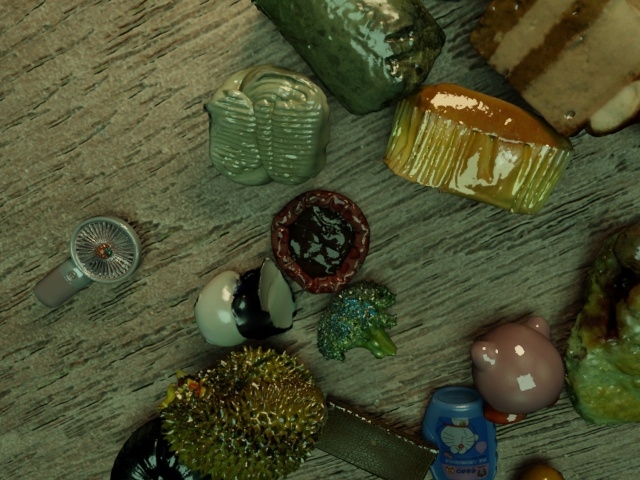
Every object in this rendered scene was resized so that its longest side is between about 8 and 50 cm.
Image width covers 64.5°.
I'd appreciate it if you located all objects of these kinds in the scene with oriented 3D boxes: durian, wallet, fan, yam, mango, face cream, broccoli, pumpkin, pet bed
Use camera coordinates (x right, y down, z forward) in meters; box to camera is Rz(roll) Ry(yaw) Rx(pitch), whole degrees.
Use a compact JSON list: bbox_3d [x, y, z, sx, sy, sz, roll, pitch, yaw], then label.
[{"bbox_3d":[-0.134,0.325,0.932,0.293,0.258,0.258,5,110,-45],"label":"durian"},{"bbox_3d":[0.107,0.422,1.047,0.243,0.039,0.132,22,112,9],"label":"wallet"},{"bbox_3d":[-0.444,0.047,0.967,0.244,0.074,0.130,-36,102,10],"label":"fan"},{"bbox_3d":[0.043,-0.347,0.797,0.195,0.195,0.300,-42,98,11],"label":"yam"},{"bbox_3d":[0.454,0.538,1.075,0.105,0.084,0.159,21,125,-20],"label":"mango"},{"bbox_3d":[0.288,0.435,1.047,0.149,0.083,0.263,-4,105,14],"label":"face cream"},{"bbox_3d":[0.079,0.162,0.953,0.155,0.167,0.160,-29,104,33],"label":"broccoli"},{"bbox_3d":[-0.292,0.474,0.988,0.248,0.248,0.248,0,105,1],"label":"pumpkin"},{"bbox_3d":[0.000,0.000,0.955,0.201,0.053,0.201,0,97,2],"label":"pet bed"}]

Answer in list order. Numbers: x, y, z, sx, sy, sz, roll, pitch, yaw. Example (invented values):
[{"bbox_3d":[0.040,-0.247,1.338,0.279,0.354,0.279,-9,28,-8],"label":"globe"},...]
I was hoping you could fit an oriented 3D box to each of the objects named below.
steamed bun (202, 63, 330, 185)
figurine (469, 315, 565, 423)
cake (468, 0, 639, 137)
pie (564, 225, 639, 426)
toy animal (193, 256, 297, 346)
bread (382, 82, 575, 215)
[{"bbox_3d":[-0.082,-0.204,0.863,0.211,0.144,0.218,9,135,7],"label":"steamed bun"},{"bbox_3d":[0.366,0.238,0.952,0.173,0.173,0.173,0,105,1],"label":"figurine"},{"bbox_3d":[0.397,-0.285,0.738,0.293,0.199,0.196,51,137,11],"label":"cake"},{"bbox_3d":[0.652,0.172,0.929,0.395,0.180,0.417,5,112,0],"label":"pie"},{"bbox_3d":[-0.148,0.115,0.949,0.179,0.138,0.166,-14,110,14],"label":"toy animal"},{"bbox_3d":[0.255,-0.159,0.832,0.288,0.204,0.156,18,111,2],"label":"bread"}]
